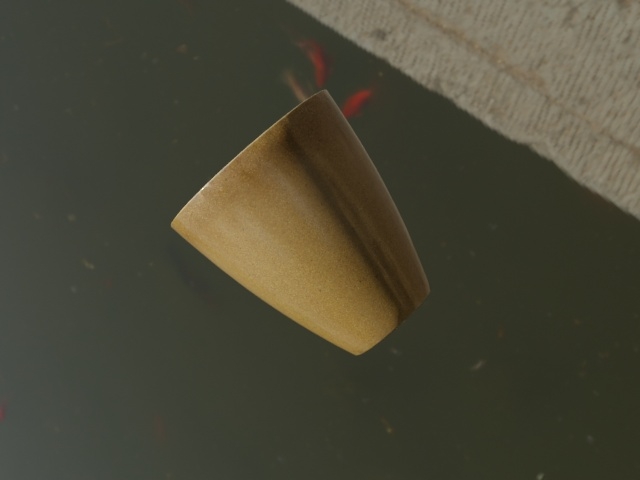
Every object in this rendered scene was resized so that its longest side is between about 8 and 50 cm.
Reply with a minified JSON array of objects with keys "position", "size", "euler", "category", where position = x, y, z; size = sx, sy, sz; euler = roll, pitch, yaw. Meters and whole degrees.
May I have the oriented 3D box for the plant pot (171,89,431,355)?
[{"position":[0.000,0.000,1.089],"size":[0.254,0.237,0.237],"euler":[49,136,-1],"category":"plant pot"}]
